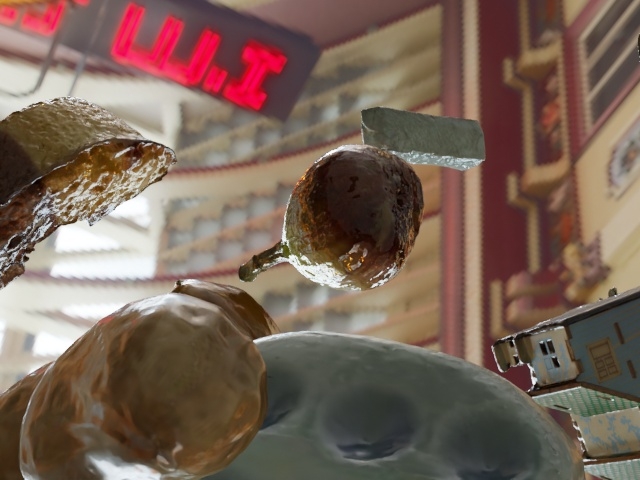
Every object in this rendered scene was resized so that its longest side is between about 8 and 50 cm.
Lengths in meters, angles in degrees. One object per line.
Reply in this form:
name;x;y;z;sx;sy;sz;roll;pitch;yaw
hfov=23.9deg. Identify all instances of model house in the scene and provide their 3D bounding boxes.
model house;0.328;0.160;1.569;0.271;0.178;0.206;-18;-95;-33

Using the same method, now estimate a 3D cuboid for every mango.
mango;-0.090;0.104;1.376;0.109;0.227;0.147;-20;-124;6

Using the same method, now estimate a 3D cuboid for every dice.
dice;0.014;0.235;0.957;0.268;0.263;0.265;11;-138;16

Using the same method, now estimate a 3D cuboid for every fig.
fig;0.016;0.005;1.610;0.143;0.231;0.160;32;-146;-4

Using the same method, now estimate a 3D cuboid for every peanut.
peanut;-0.104;0.088;0.717;0.104;0.228;0.086;-38;-85;-37

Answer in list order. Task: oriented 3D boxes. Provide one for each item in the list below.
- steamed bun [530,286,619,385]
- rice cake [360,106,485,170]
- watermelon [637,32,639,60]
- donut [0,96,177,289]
steamed bun;0.380;0.146;1.771;0.238;0.170;0.153;17;-98;-10
rice cake;0.142;-0.137;2.060;0.206;0.063;0.069;7;-110;-36
watermelon;0.459;-0.220;1.821;0.193;0.145;0.137;17;-150;-17
donut;-0.295;-0.050;1.459;0.295;0.151;0.112;-40;-113;-11
